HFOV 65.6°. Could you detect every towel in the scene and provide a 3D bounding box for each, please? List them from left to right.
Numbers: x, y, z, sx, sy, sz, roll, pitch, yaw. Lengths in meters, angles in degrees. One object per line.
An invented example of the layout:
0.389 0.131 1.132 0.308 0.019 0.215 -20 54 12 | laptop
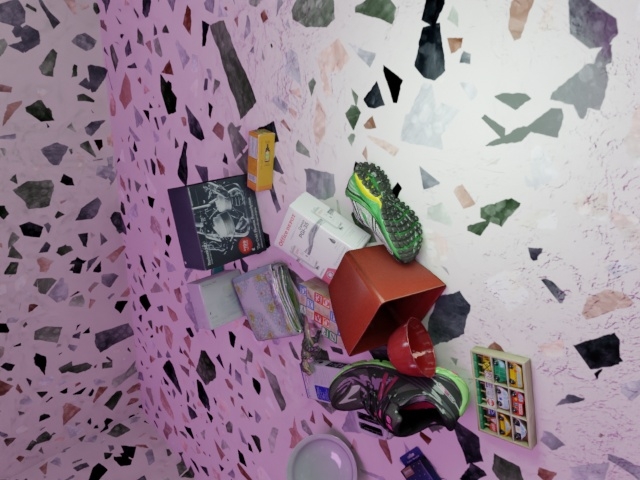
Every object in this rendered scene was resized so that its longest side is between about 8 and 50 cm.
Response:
-0.232 0.275 2.168 0.374 0.090 0.321 -20 88 50 | towel

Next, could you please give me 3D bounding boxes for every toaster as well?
0.220 0.608 1.742 0.226 0.146 0.129 1 106 48 | toaster

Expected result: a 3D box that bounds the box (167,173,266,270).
-0.425 -0.081 2.072 0.178 0.312 0.344 1 106 48 | box

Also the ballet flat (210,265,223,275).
-0.516 0.189 2.471 0.074 0.074 0.204 12 116 45 | ballet flat

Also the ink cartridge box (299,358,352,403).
0.055 0.567 1.977 0.332 0.065 0.166 -6 100 48 | ink cartridge box

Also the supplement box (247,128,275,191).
-0.234 -0.314 1.948 0.080 0.078 0.234 34 127 40 | supplement box

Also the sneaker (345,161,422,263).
0.193 -0.074 1.540 0.344 0.134 0.146 63 147 23 | sneaker

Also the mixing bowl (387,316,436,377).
0.264 0.334 1.500 0.098 0.181 0.182 -24 86 28 | mixing bowl

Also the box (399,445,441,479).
0.371 0.855 1.757 0.225 0.036 0.136 53 137 22 | box

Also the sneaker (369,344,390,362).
0.252 0.380 1.673 0.227 0.087 0.130 22 149 20 | sneaker

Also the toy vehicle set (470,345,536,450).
0.522 0.446 1.422 0.165 0.035 0.267 3 107 48 | toy vehicle set

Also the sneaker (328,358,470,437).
0.217 0.502 1.565 0.482 0.202 0.185 -11 121 34 | sneaker

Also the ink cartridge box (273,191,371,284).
0.000 0.000 1.710 0.282 0.117 0.207 34 132 9 | ink cartridge box

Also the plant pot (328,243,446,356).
0.174 0.162 1.549 0.236 0.267 0.267 54 138 32 | plant pot

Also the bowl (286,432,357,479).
0.011 0.966 2.067 0.298 0.297 0.134 49 170 24 | bowl

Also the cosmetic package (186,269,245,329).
-0.476 0.273 2.336 0.138 0.223 0.225 -8 99 50 | cosmetic package

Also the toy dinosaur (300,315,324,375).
-0.033 0.406 1.979 0.118 0.064 0.269 -6 78 39 | toy dinosaur

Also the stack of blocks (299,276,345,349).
0.049 0.273 1.848 0.297 0.087 0.171 24 122 41 | stack of blocks
